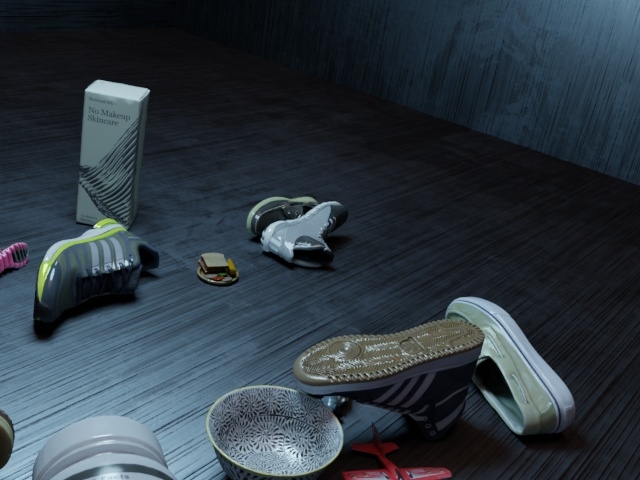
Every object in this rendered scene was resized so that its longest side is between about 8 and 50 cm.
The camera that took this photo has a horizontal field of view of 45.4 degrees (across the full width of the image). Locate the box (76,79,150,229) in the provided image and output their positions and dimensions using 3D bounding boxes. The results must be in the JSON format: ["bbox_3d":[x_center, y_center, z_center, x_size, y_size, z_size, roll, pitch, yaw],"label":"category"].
[{"bbox_3d":[-0.412,-0.167,1.515,0.113,0.275,0.094,9,24,-4],"label":"box"}]

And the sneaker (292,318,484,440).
[{"bbox_3d":[0.094,0.208,1.062,0.282,0.153,0.099,-8,31,-22],"label":"sneaker"}]

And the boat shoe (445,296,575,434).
[{"bbox_3d":[0.278,0.189,1.221,0.094,0.109,0.302,-4,31,-26],"label":"boat shoe"}]

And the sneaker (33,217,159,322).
[{"bbox_3d":[-0.367,0.050,1.267,0.121,0.111,0.300,18,27,8],"label":"sneaker"}]

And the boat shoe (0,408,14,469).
[{"bbox_3d":[-0.510,0.188,0.886,0.341,0.123,0.123,5,25,3],"label":"boat shoe"}]

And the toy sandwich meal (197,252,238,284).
[{"bbox_3d":[-0.190,0.052,1.423,0.085,0.029,0.085,9,24,-4],"label":"toy sandwich meal"}]

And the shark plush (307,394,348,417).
[{"bbox_3d":[0.012,0.223,1.137,0.067,0.073,0.161,-6,44,9],"label":"shark plush"}]

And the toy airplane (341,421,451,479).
[{"bbox_3d":[0.087,0.295,0.998,0.151,0.028,0.151,10,23,-4],"label":"toy airplane"}]

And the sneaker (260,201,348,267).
[{"bbox_3d":[0.000,0.000,1.571,0.228,0.086,0.132,-24,45,-36],"label":"sneaker"}]

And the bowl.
[{"bbox_3d":[-0.061,0.262,0.948,0.170,0.080,0.170,8,24,-4],"label":"bowl"}]

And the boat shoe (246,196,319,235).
[{"bbox_3d":[-0.062,-0.050,1.641,0.073,0.080,0.223,21,21,35],"label":"boat shoe"}]

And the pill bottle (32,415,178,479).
[{"bbox_3d":[-0.190,0.304,0.703,0.161,0.161,0.283,0,25,-22],"label":"pill bottle"}]

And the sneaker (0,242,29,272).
[{"bbox_3d":[-0.553,0.032,1.311,0.057,0.047,0.119,7,20,22],"label":"sneaker"}]
